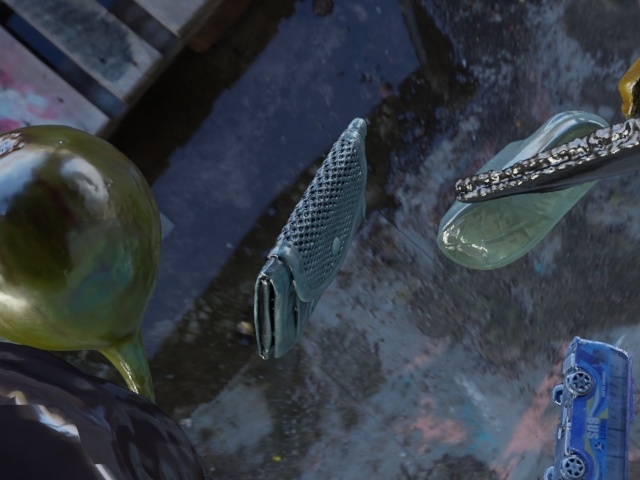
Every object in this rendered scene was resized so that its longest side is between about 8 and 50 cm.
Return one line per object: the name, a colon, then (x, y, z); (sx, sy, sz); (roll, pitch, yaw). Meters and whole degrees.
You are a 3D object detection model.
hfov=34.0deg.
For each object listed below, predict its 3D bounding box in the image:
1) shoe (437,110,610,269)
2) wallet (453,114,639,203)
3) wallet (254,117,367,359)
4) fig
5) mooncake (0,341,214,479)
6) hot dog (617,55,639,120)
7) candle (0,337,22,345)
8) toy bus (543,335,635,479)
shoe: (0.189, -0.053, 0.965); (0.079, 0.078, 0.195); (36, 125, -14)
wallet: (0.213, -0.061, 0.723); (0.124, 0.244, 0.025); (-7, 83, -34)
wallet: (0.000, 0.000, 1.629); (0.075, 0.237, 0.342); (20, 53, 15)
fig: (-0.126, 0.047, 0.589); (0.124, 0.124, 0.236); (-19, 114, 8)
mooncake: (-0.135, 0.174, 0.362); (0.283, 0.141, 0.283); (-1, 82, 9)
hot dog: (0.306, -0.169, 0.767); (0.072, 0.109, 0.269); (43, 64, 6)
candle: (-0.245, 0.072, 0.778); (0.068, 0.192, 0.169); (-13, 97, -16)
toy bus: (0.335, 0.242, 1.293); (0.094, 0.079, 0.237); (11, 67, -1)
